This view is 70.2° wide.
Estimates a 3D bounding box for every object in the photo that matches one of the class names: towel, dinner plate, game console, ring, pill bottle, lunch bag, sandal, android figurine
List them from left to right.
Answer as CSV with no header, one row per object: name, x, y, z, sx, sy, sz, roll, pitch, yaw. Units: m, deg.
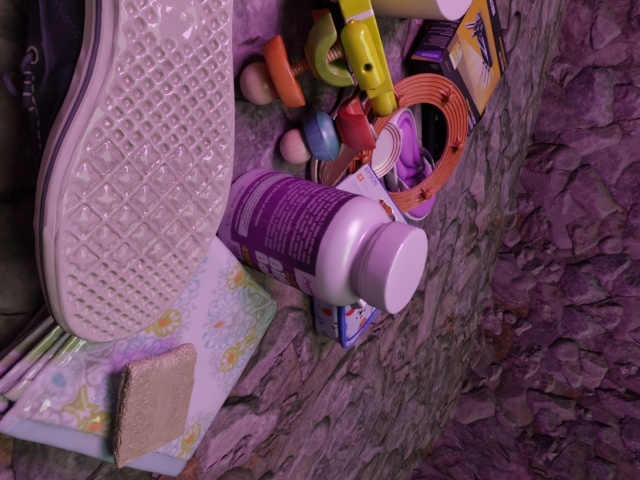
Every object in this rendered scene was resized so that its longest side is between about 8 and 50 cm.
towel,-0.213,0.210,0.587,0.110,0.027,0.148,-8,113,-55
towel,-0.220,0.147,0.650,0.321,0.090,0.374,-56,146,-20
pill bottle,0.000,0.000,0.699,0.169,0.301,0.169,-32,132,-44
android figurine,0.060,-0.339,0.719,0.248,0.056,0.273,-92,160,-46
lunch bag,0.105,0.098,1.098,0.303,0.114,0.243,-42,141,-36
dinner plate,0.120,-0.199,1.008,0.141,0.017,0.141,-17,128,-22
ring,0.211,-0.203,1.035,0.336,0.032,0.337,-18,130,-23
sandal,0.251,-0.168,1.175,0.169,0.102,0.416,-62,145,-12
game console,0.378,-0.451,1.274,0.342,0.060,0.387,-41,137,-30

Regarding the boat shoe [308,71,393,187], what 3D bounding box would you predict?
boat shoe,0.063,-0.211,0.875,0.095,0.095,0.258,28,83,-58

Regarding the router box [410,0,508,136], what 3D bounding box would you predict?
router box,0.357,-0.446,1.131,0.309,0.081,0.243,35,82,-54

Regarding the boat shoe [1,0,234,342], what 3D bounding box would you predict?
boat shoe,-0.193,-0.147,0.453,0.186,0.156,0.501,-5,106,-50

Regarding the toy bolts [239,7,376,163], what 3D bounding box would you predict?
toy bolts,-0.023,-0.239,0.744,0.218,0.158,0.229,-96,163,-50

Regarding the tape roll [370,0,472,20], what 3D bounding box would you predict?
tape roll,0.174,-0.524,0.802,0.246,0.169,0.246,-32,132,-45

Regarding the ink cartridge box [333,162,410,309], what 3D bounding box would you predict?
ink cartridge box,0.081,-0.013,0.942,0.224,0.045,0.223,-41,102,-31
